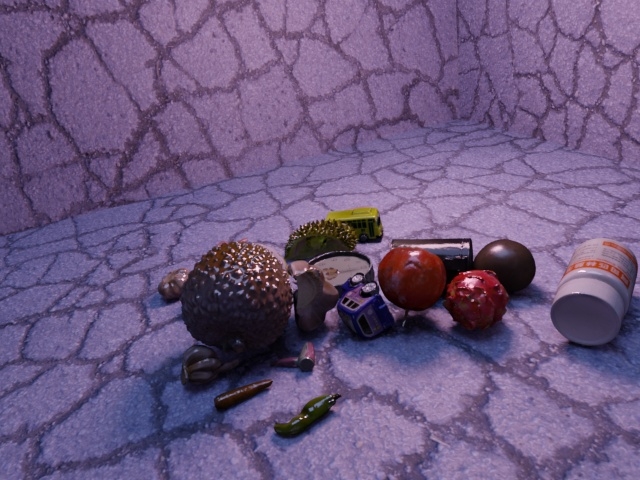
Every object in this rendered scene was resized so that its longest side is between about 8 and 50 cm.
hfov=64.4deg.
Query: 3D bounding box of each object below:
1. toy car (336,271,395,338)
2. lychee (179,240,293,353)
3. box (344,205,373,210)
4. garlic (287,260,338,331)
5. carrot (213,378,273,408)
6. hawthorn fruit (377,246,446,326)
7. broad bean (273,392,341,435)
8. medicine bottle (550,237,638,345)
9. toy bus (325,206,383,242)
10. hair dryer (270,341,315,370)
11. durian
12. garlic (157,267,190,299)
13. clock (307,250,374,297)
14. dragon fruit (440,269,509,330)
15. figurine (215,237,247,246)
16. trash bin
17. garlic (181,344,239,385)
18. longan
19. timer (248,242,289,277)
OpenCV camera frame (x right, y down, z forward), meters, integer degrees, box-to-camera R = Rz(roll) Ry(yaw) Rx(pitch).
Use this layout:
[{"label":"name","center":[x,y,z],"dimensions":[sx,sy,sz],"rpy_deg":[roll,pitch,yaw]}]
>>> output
[{"label":"toy car","center":[0.143,0.238,1.806],"dimensions":[0.158,0.172,0.235],"rpy_deg":[-33,27,-14]},{"label":"lychee","center":[-0.281,0.187,1.725],"dimensions":[0.381,0.380,0.432],"rpy_deg":[-7,52,4]},{"label":"box","center":[0.190,-0.114,2.576],"dimensions":[0.200,0.088,0.146],"rpy_deg":[-11,27,-1]},{"label":"garlic","center":[-0.054,0.194,1.839],"dimensions":[0.210,0.237,0.292],"rpy_deg":[-44,-4,-8]},{"label":"carrot","center":[-0.238,0.475,1.581],"dimensions":[0.191,0.047,0.047],"rpy_deg":[-16,26,-21]},{"label":"hawthorn fruit","center":[0.308,0.161,1.733],"dimensions":[0.242,0.242,0.271],"rpy_deg":[1,69,21]},{"label":"broad bean","center":[-0.032,0.497,1.454],"dimensions":[0.214,0.048,0.070],"rpy_deg":[-23,30,-19]},{"label":"medicine bottle","center":[0.888,0.157,1.645],"dimensions":[0.211,0.211,0.371],"rpy_deg":[10,31,34]},{"label":"toy bus","center":[0.163,-0.076,2.437],"dimensions":[0.262,0.150,0.128],"rpy_deg":[-5,25,14]},{"label":"hair dryer","center":[-0.095,0.394,1.693],"dimensions":[0.154,0.054,0.106],"rpy_deg":[-13,21,3]},{"label":"durian","center":[0.003,-0.008,2.341],"dimensions":[0.356,0.169,0.157],"rpy_deg":[-4,20,10]},{"label":"garlic","center":[-0.631,0.194,2.217],"dimensions":[0.147,0.102,0.159],"rpy_deg":[6,47,40]},{"label":"clock","center":[0.072,0.138,2.137],"dimensions":[0.313,0.061,0.312],"rpy_deg":[-8,26,4]},{"label":"dragon fruit","center":[0.529,0.195,1.720],"dimensions":[0.205,0.210,0.268],"rpy_deg":[38,11,18]},{"label":"figurine","center":[-0.440,0.128,2.186],"dimensions":[0.154,0.193,0.421],"rpy_deg":[-5,21,17]},{"label":"trash bin","center":[0.423,0.090,1.946],"dimensions":[0.302,0.202,0.252],"rpy_deg":[0,0,21]},{"label":"garlic","center":[-0.366,0.403,1.675],"dimensions":[0.194,0.131,0.127],"rpy_deg":[-7,57,-16]},{"label":"longan","center":[0.677,0.090,1.877],"dimensions":[0.220,0.196,0.196],"rpy_deg":[3,29,23]},{"label":"timer","center":[-0.248,0.149,2.051],"dimensions":[0.285,0.285,0.285],"rpy_deg":[-8,26,4]}]
